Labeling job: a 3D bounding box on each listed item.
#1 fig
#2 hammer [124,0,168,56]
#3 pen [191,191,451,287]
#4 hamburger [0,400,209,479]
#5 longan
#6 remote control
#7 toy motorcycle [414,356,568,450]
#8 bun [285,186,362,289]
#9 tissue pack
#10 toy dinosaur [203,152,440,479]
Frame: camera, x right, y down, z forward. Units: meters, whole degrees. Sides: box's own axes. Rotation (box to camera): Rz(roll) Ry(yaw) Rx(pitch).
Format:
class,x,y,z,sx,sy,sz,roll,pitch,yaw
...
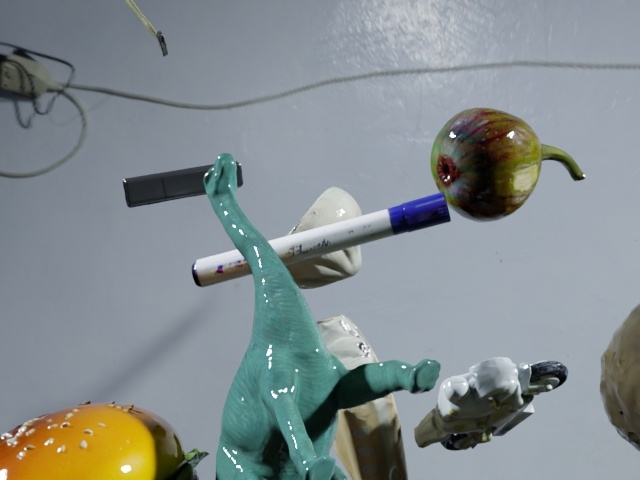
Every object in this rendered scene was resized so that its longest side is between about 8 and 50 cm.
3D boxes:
class,x,y,z,sx,sy,sz,roll,pitch,yaw
fig,0.264,-0.102,1.094,0.245,0.149,0.149,-5,87,-27
hammer,-0.336,-0.417,1.524,0.013,0.062,0.199,-32,66,-13
pen,0.000,0.000,0.843,0.269,0.033,0.033,-15,86,4
hamburger,-0.214,0.231,0.727,0.246,0.246,0.170,-28,89,10
longan,0.710,0.264,1.537,0.391,0.391,0.391,0,89,12
remote control,-0.279,-0.116,1.698,0.245,0.025,0.063,-12,100,-20
toy motorcycle,0.209,0.214,1.087,0.229,0.151,0.074,-46,41,37
bun,0.010,0.008,1.022,0.094,0.138,0.138,36,96,6
tissue pack,0.050,0.237,1.175,0.090,0.186,0.222,-22,129,-10
toy dinosaur,-0.062,0.148,0.740,0.331,0.129,0.384,36,114,48
